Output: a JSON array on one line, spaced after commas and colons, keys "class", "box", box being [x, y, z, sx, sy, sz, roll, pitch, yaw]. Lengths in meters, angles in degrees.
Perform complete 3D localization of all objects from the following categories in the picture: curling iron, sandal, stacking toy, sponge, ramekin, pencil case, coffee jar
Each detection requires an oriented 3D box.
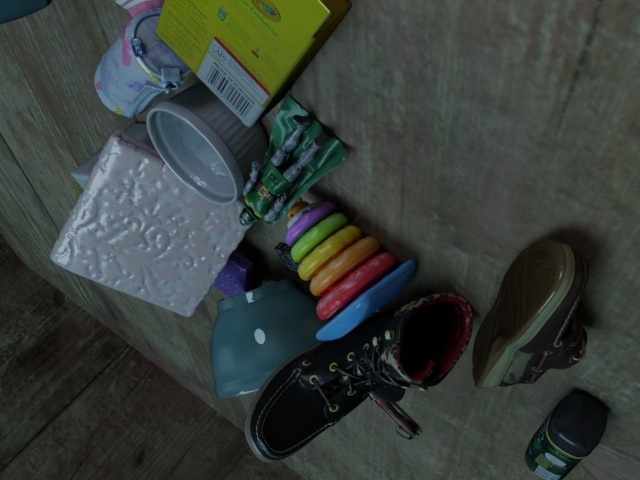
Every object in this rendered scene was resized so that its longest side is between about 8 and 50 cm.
[{"class": "curling iron", "box": [0.134, 0.381, 1.645, 0.274, 0.035, 0.068, 46, 153, -7]}, {"class": "sandal", "box": [0.163, 0.287, 1.473, 0.067, 0.040, 0.179, 28, 136, 16]}, {"class": "stacking toy", "box": [0.000, 0.000, 1.159, 0.302, 0.165, 0.175, 51, 138, 8]}, {"class": "sponge", "box": [-0.207, 0.076, 1.585, 0.117, 0.031, 0.210, 35, 152, 15]}, {"class": "ramekin", "box": [-0.186, -0.171, 1.179, 0.207, 0.109, 0.207, 33, 152, 20]}, {"class": "pencil case", "box": [-0.289, -0.286, 1.133, 0.273, 0.113, 0.124, -3, 108, 59]}, {"class": "coffee jar", "box": [0.400, 0.323, 1.124, 0.079, 0.096, 0.184, 30, 151, 18]}]

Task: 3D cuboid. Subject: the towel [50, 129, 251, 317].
[{"class": "towel", "box": [-0.327, -0.019, 1.356, 0.317, 0.053, 0.332, 25, 120, -21]}]

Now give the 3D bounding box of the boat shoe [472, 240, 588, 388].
[{"class": "boat shoe", "box": [0.310, 0.119, 0.951, 0.123, 0.123, 0.342, 9, 143, 0]}]

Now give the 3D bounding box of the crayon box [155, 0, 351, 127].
[{"class": "crayon box", "box": [-0.092, -0.298, 0.890, 0.202, 0.081, 0.318, 46, 154, -7]}]

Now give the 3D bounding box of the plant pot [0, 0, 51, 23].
[{"class": "plant pot", "box": [-0.516, -0.461, 1.070, 0.195, 0.290, 0.290, 10, 160, -17]}]

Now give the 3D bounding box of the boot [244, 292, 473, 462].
[{"class": "boot", "box": [0.065, 0.221, 1.144, 0.138, 0.377, 0.284, 59, 147, -1]}]

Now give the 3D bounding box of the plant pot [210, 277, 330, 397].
[{"class": "plant pot", "box": [-0.113, 0.195, 1.480, 0.293, 0.293, 0.196, -22, 86, 62]}]

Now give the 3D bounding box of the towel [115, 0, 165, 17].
[{"class": "towel", "box": [-0.316, -0.399, 1.015, 0.144, 0.029, 0.197, 11, 168, 47]}]

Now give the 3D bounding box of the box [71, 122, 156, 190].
[{"class": "box", "box": [-0.380, -0.123, 1.436, 0.119, 0.181, 0.182, 13, 141, 47]}]

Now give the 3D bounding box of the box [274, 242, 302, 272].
[{"class": "box", "box": [-0.049, 0.039, 1.406, 0.083, 0.018, 0.067, 10, 139, 48]}]

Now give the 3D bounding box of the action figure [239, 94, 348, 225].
[{"class": "action figure", "box": [-0.068, -0.098, 1.088, 0.137, 0.063, 0.232, 50, 130, 13]}]

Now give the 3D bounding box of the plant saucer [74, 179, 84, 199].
[{"class": "plant saucer", "box": [-0.525, -0.015, 1.915, 0.333, 0.081, 0.333, 40, 153, 6]}]

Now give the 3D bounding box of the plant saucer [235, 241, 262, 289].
[{"class": "plant saucer", "box": [-0.205, 0.039, 1.602, 0.198, 0.036, 0.199, 33, 153, 19]}]
